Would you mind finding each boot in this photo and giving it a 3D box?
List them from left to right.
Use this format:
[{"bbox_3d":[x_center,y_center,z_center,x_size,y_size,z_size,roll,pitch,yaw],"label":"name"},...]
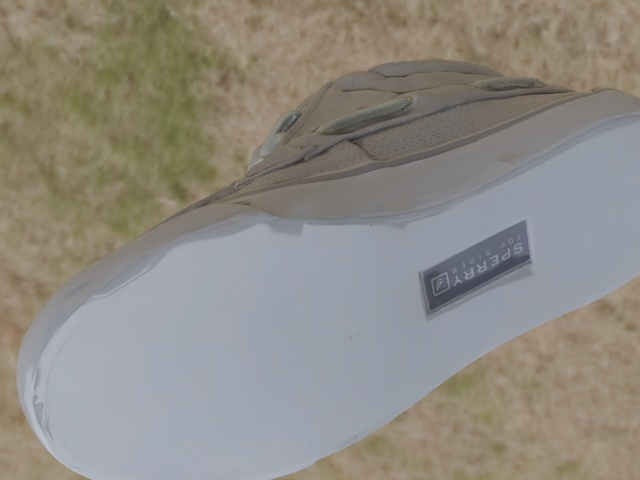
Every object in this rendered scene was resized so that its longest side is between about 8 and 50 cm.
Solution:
[{"bbox_3d":[0.000,0.000,0.477,0.258,0.095,0.123,-18,-155,-27],"label":"boot"}]
